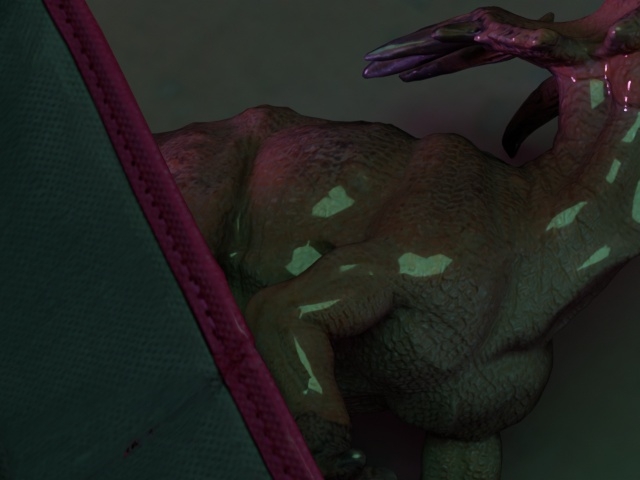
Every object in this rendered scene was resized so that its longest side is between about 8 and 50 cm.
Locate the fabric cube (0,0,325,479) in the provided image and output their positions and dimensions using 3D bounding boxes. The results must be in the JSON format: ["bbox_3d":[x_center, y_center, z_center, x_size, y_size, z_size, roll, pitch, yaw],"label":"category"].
[{"bbox_3d":[-0.172,0.071,0.328,0.258,0.254,0.259,-39,60,21],"label":"fabric cube"}]

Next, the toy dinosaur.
[{"bbox_3d":[0.000,0.000,0.538,0.295,0.127,0.200,0,58,13],"label":"toy dinosaur"}]
